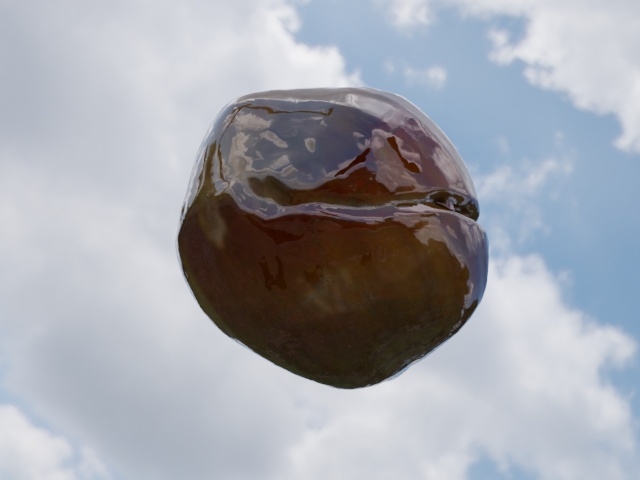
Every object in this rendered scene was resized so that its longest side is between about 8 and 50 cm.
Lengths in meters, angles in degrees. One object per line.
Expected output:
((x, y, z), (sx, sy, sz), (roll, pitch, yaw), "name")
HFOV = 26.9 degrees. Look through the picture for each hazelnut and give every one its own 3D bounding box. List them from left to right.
((0.000, 0.000, 0.749), (0.182, 0.182, 0.182), (23, -32, 16), "hazelnut")
